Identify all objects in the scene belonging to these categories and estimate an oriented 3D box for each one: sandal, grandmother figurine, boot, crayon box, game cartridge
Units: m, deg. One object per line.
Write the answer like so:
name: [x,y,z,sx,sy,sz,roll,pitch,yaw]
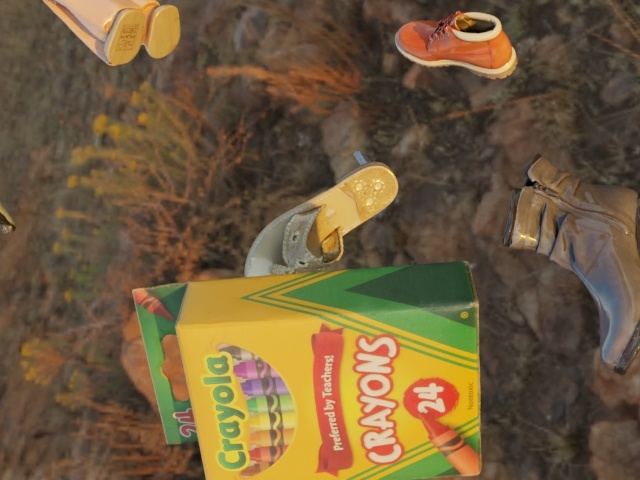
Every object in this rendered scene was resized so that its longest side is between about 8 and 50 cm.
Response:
sandal: [-0.004,-0.005,1.157,0.240,0.088,0.079,-39,15,11]
grandmother figurine: [-0.349,-0.345,1.220,0.342,0.208,0.104,37,116,22]
boot: [0.154,-0.247,1.126,0.158,0.084,0.059,16,74,29]
crayon box: [-0.011,0.134,0.892,0.081,0.318,0.202,-88,-8,-60]
game cartridge: [0.099,-0.143,1.869,0.017,0.083,0.056,-42,59,10]
boot: [0.364,0.031,1.357,0.118,0.222,0.338,103,-174,-46]

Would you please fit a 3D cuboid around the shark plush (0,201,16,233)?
shark plush: [-0.299,-0.080,0.798,0.073,0.067,0.161,-21,108,44]
